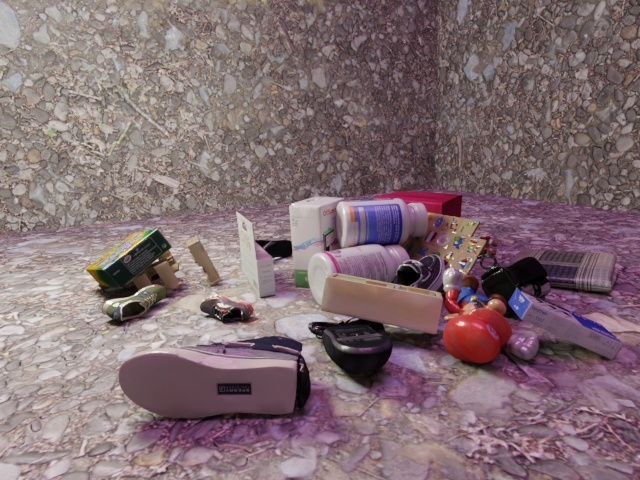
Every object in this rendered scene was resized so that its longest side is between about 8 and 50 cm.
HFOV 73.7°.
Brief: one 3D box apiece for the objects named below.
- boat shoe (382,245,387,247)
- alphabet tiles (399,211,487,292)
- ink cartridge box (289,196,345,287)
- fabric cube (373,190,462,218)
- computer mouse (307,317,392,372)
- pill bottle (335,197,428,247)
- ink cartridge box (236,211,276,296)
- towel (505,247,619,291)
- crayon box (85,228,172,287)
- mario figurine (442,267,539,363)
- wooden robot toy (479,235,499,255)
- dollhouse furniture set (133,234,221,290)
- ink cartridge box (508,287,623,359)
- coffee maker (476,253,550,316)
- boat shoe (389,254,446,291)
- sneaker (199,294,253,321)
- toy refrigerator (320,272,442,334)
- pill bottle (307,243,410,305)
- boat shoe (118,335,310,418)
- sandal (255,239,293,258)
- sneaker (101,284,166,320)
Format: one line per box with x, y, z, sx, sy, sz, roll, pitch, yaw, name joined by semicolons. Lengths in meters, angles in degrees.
0.152;0.029;1.464;0.303;0.114;0.091;-41;-2;-29;boat shoe
0.341;0.041;1.348;0.011;0.285;0.343;38;-11;-32;alphabet tiles
0.000;0.000;1.453;0.117;0.277;0.201;4;15;27;ink cartridge box
0.369;-0.045;1.627;0.259;0.258;0.254;8;15;31;fabric cube
0.080;0.231;0.936;0.189;0.071;0.272;-3;3;-8;computer mouse
0.195;-0.057;1.367;0.273;0.152;0.152;-3;13;-9;pill bottle
-0.220;0.034;1.432;0.060;0.238;0.275;-8;14;-20;ink cartridge box
0.801;0.097;1.425;0.313;0.056;0.324;4;17;37;towel
-0.654;0.061;1.432;0.323;0.083;0.203;-6;34;51;crayon box
0.376;0.156;0.964;0.198;0.169;0.320;0;11;20;mario figurine
0.649;0.031;1.669;0.174;0.076;0.079;-8;25;-20;wooden robot toy
-0.490;0.116;1.461;0.242;0.160;0.212;-29;20;-12;dollhouse furniture set
0.528;0.178;0.932;0.207;0.046;0.097;24;15;1;ink cartridge box
0.532;0.101;1.166;0.178;0.171;0.120;-13;0;-43;coffee maker
0.258;0.103;1.184;0.108;0.102;0.301;-2;27;42;boat shoe
-0.267;0.191;1.176;0.158;0.061;0.065;0;20;15;sneaker
0.146;0.141;1.022;0.270;0.094;0.102;10;3;13;toy refrigerator
0.120;0.096;1.277;0.284;0.160;0.160;-8;14;-28;pill bottle
-0.187;0.249;0.820;0.342;0.127;0.158;6;7;1;boat shoe
-0.204;0.040;1.713;0.255;0.096;0.055;-14;18;-41;sandal
-0.520;0.187;1.242;0.086;0.064;0.192;17;22;35;sneaker
